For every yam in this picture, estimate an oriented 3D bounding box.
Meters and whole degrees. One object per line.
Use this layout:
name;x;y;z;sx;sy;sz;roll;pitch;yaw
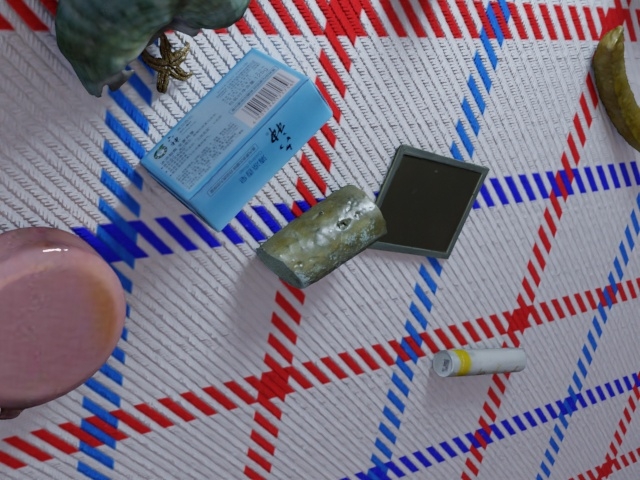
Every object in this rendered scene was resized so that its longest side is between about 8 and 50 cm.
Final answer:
yam;0.000;0.000;1.428;0.194;0.107;0.107;-34;134;-18

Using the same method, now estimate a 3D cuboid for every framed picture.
framed picture;0.188;-0.064;1.612;0.252;0.014;0.197;9;110;-43

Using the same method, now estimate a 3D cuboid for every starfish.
starfish;-0.199;-0.231;1.167;0.091;0.028;0.078;21;99;-50

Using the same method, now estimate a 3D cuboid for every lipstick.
lipstick;0.350;0.262;1.927;0.264;0.059;0.059;5;113;-41

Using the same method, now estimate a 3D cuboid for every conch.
conch;-0.186;-0.295;1.043;0.195;0.220;0.277;26;72;-10

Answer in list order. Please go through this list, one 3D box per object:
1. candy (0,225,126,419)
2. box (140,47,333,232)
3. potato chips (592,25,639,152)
candy;-0.384;0.109;1.178;0.255;0.094;0.255;-21;128;-29
box;-0.115;-0.140;1.212;0.232;0.143;0.083;-48;137;-6
potato chips;0.615;-0.279;1.794;0.407;0.080;0.057;46;67;-45
